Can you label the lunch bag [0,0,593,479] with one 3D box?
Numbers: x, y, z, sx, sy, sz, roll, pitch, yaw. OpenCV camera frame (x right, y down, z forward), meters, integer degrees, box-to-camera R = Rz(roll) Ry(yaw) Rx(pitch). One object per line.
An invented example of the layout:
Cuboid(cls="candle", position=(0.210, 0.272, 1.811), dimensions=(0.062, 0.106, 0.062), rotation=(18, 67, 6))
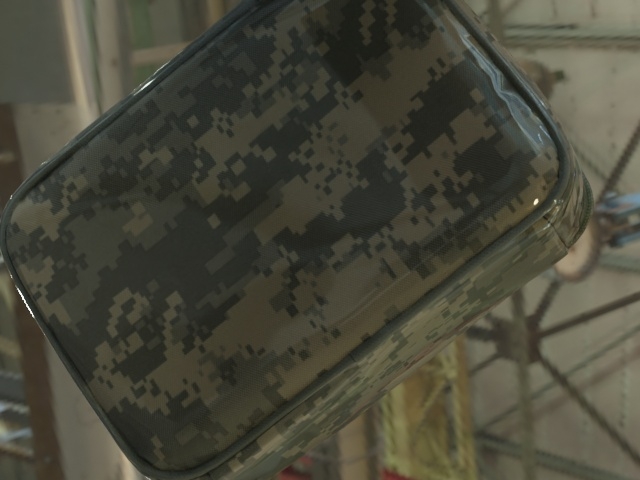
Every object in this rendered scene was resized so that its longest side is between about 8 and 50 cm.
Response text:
Cuboid(cls="lunch bag", position=(0.000, 0.000, 0.864), dimensions=(0.305, 0.256, 0.212), rotation=(-39, -108, 7))
